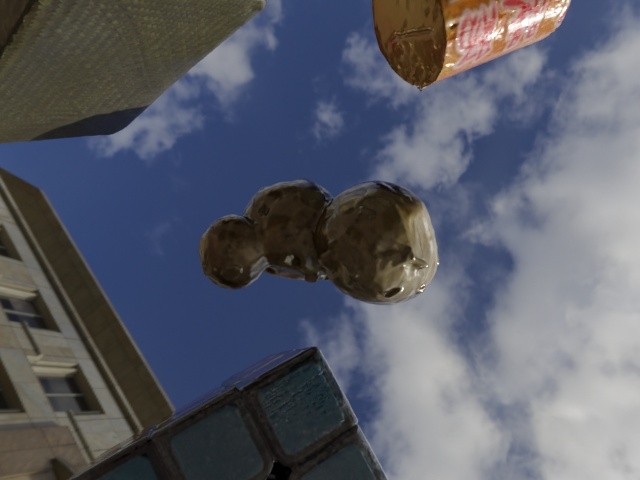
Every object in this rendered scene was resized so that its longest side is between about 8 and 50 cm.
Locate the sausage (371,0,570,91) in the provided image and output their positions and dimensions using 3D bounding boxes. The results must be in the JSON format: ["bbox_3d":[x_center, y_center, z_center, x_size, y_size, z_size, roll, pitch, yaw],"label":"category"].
[{"bbox_3d":[0.269,-0.434,1.033,0.287,0.233,0.233,-26,-113,-18],"label":"sausage"}]

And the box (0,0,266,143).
[{"bbox_3d":[-0.207,-0.195,0.465,0.273,0.184,0.143,-21,-92,42],"label":"box"}]

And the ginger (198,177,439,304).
[{"bbox_3d":[0.000,0.000,0.745,0.303,0.244,0.155,-2,-72,20],"label":"ginger"}]

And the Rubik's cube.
[{"bbox_3d":[-0.088,0.333,0.697,0.305,0.304,0.301,-28,-96,-16],"label":"Rubik's cube"}]
